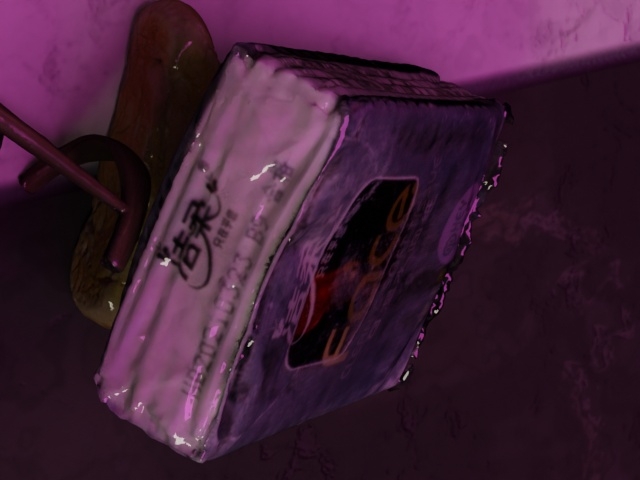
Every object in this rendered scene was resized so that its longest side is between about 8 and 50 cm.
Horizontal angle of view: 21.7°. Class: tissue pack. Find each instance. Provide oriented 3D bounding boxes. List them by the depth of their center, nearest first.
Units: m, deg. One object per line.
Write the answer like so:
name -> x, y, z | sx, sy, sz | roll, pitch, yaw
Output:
tissue pack -> 0.000, 0.000, 1.172 | 0.259, 0.122, 0.361 | -68, 161, 10

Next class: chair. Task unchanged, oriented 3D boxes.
chair -> -0.262, -0.043, 1.063 | 0.272, 0.188, 0.166 | 30, 92, -33

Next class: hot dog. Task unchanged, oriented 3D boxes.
hot dog -> -0.116, -0.052, 1.208 | 0.073, 0.084, 0.243 | 7, 104, -37
